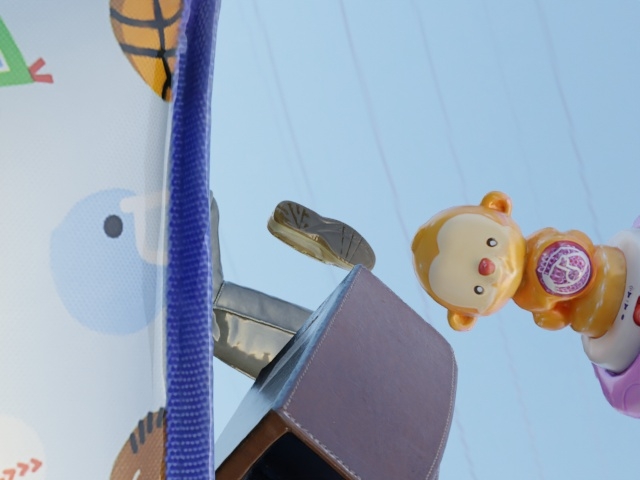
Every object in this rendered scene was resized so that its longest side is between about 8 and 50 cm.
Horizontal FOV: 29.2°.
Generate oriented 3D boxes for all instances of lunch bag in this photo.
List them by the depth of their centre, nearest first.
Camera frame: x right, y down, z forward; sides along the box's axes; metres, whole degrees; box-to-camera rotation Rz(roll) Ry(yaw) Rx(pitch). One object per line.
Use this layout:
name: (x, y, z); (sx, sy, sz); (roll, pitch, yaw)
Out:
lunch bag: (-0.205, 0.093, 0.391); (0.239, 0.328, 0.385); (156, -62, -69)

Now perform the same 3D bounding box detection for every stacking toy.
stacking toy: (0.188, 0.037, 0.582); (0.166, 0.302, 0.175); (-112, -143, -79)

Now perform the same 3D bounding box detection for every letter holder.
letter holder: (0.037, 0.184, 0.979); (0.214, 0.302, 0.152); (40, -68, -2)

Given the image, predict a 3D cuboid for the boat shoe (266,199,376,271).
boat shoe: (0.000, 0.000, 1.412); (0.135, 0.050, 0.045); (31, -34, -12)

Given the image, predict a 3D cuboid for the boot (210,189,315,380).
boot: (-0.075, 0.060, 1.330); (0.076, 0.208, 0.190); (3, -104, 65)
